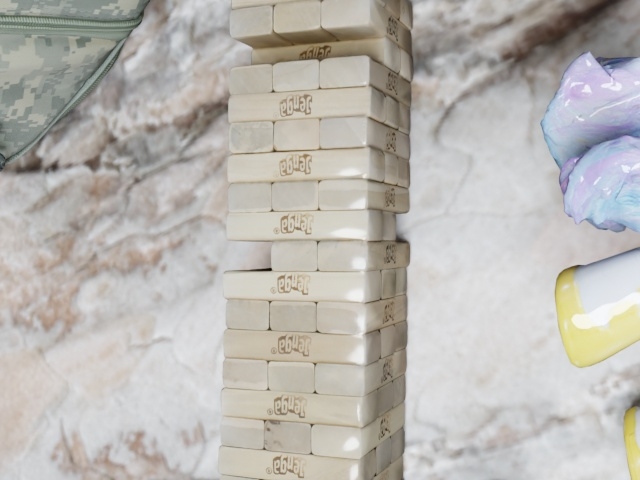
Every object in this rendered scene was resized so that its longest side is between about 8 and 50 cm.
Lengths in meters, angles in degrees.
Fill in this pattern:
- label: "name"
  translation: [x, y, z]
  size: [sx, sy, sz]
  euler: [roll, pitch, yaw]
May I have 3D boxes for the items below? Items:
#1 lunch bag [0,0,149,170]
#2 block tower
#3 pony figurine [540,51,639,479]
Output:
- label: "lunch bag"
  translation: [-0.263, -0.222, 0.539]
  size: [0.256, 0.212, 0.305]
  euler: [-45, 73, 36]
- label: "block tower"
  translation: [0.000, 0.000, 0.490]
  size: [0.090, 0.097, 0.336]
  euler: [0, 90, 23]
- label: "pony figurine"
  translation: [0.278, -0.022, 0.307]
  size: [0.363, 0.303, 0.351]
  euler: [-11, 103, 28]
